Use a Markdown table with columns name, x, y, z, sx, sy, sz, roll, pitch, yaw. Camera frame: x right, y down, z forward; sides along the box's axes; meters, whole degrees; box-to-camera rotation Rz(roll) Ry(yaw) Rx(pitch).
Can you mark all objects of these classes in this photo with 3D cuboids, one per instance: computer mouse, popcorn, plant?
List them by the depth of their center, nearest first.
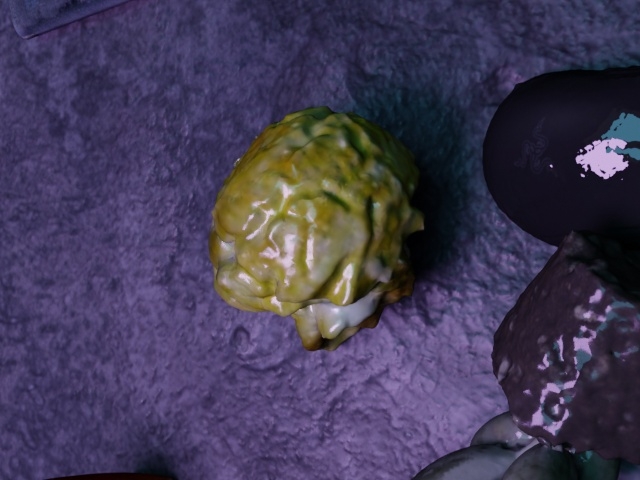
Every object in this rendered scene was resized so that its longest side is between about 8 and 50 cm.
| name | x | y | z | sx | sy | sz | roll | pitch | yaw |
| --- | --- | --- | --- | --- | --- | --- | --- | --- | --- |
| plant | 0.172 | 0.134 | 0.674 | 0.146 | 0.149 | 0.275 | 30 | 110 | 0 |
| computer mouse | 0.236 | -0.063 | 0.685 | 0.264 | 0.088 | 0.147 | -3 | 89 | 25 |
| popcorn | 0.000 | 0.000 | 0.769 | 0.197 | 0.198 | 0.213 | -11 | 109 | 27 |

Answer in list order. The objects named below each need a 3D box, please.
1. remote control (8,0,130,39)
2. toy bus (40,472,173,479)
| name | x | y | z | sx | sy | sz | roll | pitch | yaw |
| --- | --- | --- | --- | --- | --- | --- | --- | --- | --- |
| remote control | -0.159 | -0.298 | 0.927 | 0.377 | 0.044 | 0.107 | -11 | 86 | 28 |
| toy bus | -0.200 | 0.250 | 0.855 | 0.079 | 0.174 | 0.077 | -2 | 79 | 28 |
